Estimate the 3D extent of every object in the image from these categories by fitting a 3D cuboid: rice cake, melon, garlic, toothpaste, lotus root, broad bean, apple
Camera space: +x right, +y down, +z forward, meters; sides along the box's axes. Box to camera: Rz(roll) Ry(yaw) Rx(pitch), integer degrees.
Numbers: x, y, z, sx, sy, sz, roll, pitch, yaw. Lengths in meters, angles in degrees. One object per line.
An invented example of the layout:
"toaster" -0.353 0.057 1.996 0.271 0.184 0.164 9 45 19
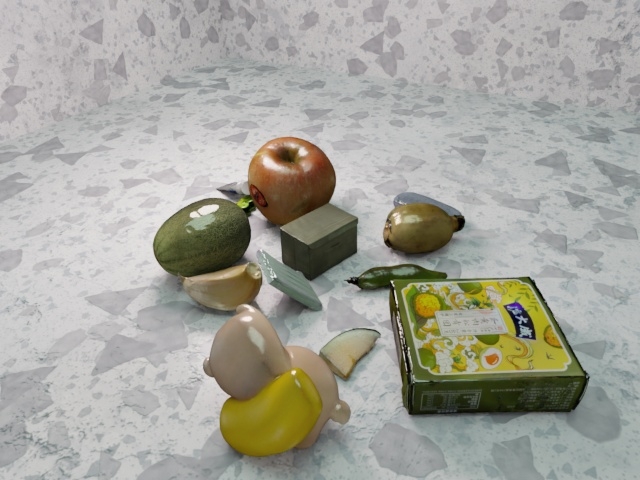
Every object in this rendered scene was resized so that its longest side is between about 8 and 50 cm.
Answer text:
"rice cake" -0.098 0.119 1.519 0.198 0.037 0.189 31 14 -38
"melon" 0.082 0.288 1.352 0.098 0.054 0.182 27 44 26
"garlic" -0.291 0.129 1.504 0.245 0.164 0.145 -8 52 2
"toothpaste" -0.350 -0.222 2.069 0.096 0.061 0.266 -23 18 -26
"lotus root" 0.369 -0.047 1.731 0.310 0.182 0.183 -4 34 -13
"broad bean" 0.239 0.112 1.587 0.339 0.061 0.077 -6 42 -4
"melon" -0.382 -0.006 1.633 0.329 0.248 0.248 -29 43 -25
"apple" -0.117 -0.211 1.878 0.339 0.305 0.338 4 47 -4

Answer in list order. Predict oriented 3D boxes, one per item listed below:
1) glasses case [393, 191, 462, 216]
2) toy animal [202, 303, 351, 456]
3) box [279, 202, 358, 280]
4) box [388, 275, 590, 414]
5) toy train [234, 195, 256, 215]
"glasses case" 0.407 -0.119 1.911 0.282 0.067 0.109 28 48 34
"toy animal" -0.104 0.340 1.164 0.345 0.277 0.247 41 23 32
"box" 0.000 0.000 1.685 0.231 0.149 0.155 -30 44 -34
"box" 0.401 0.259 1.301 0.420 0.138 0.373 -1 34 0
"toy train" -0.272 -0.179 2.043 0.085 0.053 0.249 8 35 23
